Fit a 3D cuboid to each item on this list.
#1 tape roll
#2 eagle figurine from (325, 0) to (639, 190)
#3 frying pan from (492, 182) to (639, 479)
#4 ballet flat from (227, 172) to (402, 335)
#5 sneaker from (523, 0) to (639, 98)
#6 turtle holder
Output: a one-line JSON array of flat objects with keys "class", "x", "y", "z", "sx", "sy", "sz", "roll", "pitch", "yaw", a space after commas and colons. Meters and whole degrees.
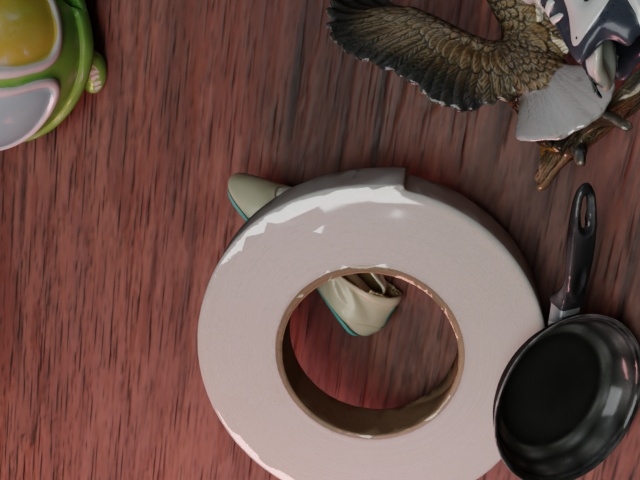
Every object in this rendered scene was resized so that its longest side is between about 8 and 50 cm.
[{"class": "tape roll", "x": 0.057, "y": 0.112, "z": 1.395, "sx": 0.392, "sy": 0.072, "sz": 0.392, "roll": 2, "pitch": 110, "yaw": 7}, {"class": "eagle figurine", "x": 0.173, "y": -0.201, "z": 1.241, "sx": 0.298, "sy": 0.226, "sz": 0.225, "roll": 50, "pitch": 140, "yaw": -2}, {"class": "frying pan", "x": 0.237, "y": 0.115, "z": 1.303, "sx": 0.053, "sy": 0.197, "sz": 0.326, "roll": 32, "pitch": 151, "yaw": 57}, {"class": "ballet flat", "x": 0.000, "y": 0.000, "z": 1.446, "sx": 0.248, "sy": 0.086, "sz": 0.086, "roll": 47, "pitch": 120, "yaw": -5}, {"class": "sneaker", "x": 0.214, "y": -0.199, "z": 1.093, "sx": 0.235, "sy": 0.094, "sz": 0.153, "roll": 2, "pitch": 86, "yaw": 33}, {"class": "turtle holder", "x": -0.386, "y": -0.227, "z": 1.472, "sx": 0.320, "sy": 0.227, "sz": 0.243, "roll": -7, "pitch": 102, "yaw": 27}]
